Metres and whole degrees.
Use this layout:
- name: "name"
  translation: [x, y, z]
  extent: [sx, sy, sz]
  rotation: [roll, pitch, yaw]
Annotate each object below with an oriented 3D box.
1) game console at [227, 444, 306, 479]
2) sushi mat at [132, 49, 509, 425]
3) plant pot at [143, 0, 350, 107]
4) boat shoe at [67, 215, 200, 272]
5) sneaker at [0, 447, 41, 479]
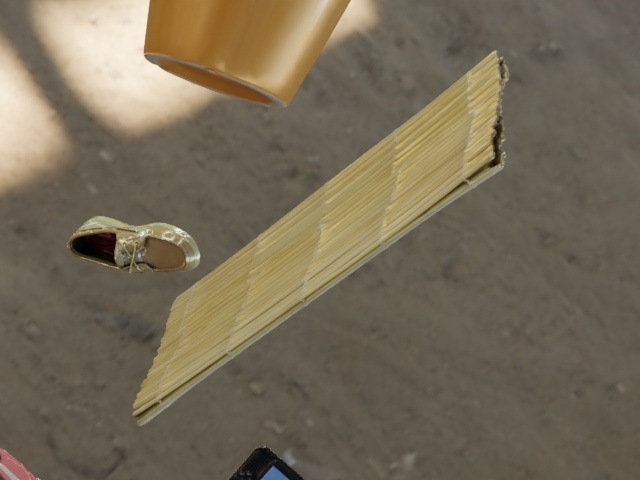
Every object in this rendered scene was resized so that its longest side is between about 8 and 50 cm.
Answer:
- name: "game console"
  translation: [-0.069, 0.356, 1.946]
  extent: [0.144, 0.124, 0.085]
  rotation: [41, 24, 3]
- name: "sushi mat"
  translation: [0.000, 0.000, 0.995]
  extent: [0.019, 0.316, 0.151]
  rotation: [45, 28, -16]
- name: "plant pot"
  translation: [-0.058, -0.219, 1.273]
  extent: [0.205, 0.188, 0.205]
  rotation: [19, -2, 1]
- name: "boat shoe"
  translation: [-0.172, 0.010, 1.399]
  extent: [0.045, 0.135, 0.050]
  rotation: [-36, 124, -49]
- name: "sneaker"
  translation: [-0.288, 0.335, 1.712]
  extent: [0.314, 0.116, 0.136]
  rotation: [46, 30, -1]
